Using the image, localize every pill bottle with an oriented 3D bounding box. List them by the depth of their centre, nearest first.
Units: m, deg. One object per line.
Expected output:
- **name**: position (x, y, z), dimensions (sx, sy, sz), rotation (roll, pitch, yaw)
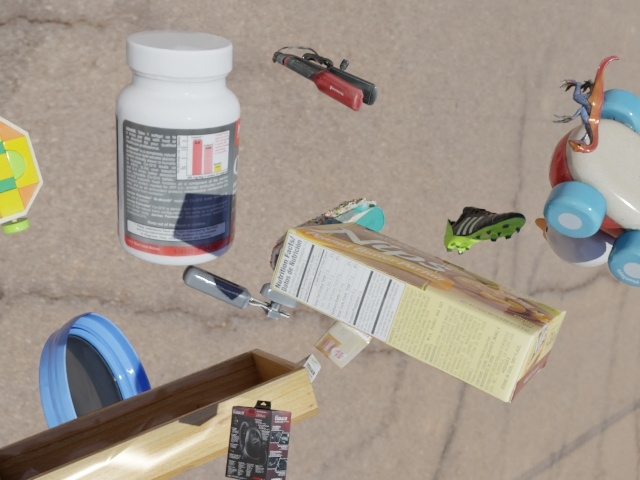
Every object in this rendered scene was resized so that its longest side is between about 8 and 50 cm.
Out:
- **pill bottle**: position (-0.242, -0.159, 1.339), dimensions (0.210, 0.210, 0.363), rotation (-21, 126, -45)

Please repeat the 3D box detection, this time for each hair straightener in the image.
- **hair straightener**: position (0.008, -0.287, 1.355), dimensions (0.089, 0.230, 0.047), rotation (-27, 134, -42)

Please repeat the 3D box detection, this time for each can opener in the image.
- **can opener**: position (-0.188, 0.112, 1.895), dimensions (0.283, 0.076, 0.095), rotation (26, 92, -19)

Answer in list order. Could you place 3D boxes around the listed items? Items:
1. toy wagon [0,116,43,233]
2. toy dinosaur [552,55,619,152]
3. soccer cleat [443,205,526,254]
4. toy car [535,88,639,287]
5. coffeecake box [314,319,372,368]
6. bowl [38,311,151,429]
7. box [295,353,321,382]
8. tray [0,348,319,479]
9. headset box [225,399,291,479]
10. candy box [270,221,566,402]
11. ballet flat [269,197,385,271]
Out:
- **toy wagon**: position (-0.732, -0.114, 1.551), dimensions (0.344, 0.068, 0.268), rotation (-24, 110, -36)
- **toy dinosaur**: position (0.264, -0.128, 0.778), dimensions (0.047, 0.090, 0.082), rotation (10, 49, -22)
- **soccer cleat**: position (0.274, -0.030, 1.339), dimensions (0.060, 0.179, 0.072), rotation (15, 68, -31)
- **toy car**: position (0.372, -0.042, 1.098), dimensions (0.210, 0.238, 0.219), rotation (36, 60, -6)
- **coffeecake box**: position (0.084, 0.121, 1.395), dimensions (0.185, 0.068, 0.142), rotation (-49, 177, -32)
- **bowl**: position (-0.481, 0.353, 1.723), dimensions (0.391, 0.077, 0.391), rotation (-21, 90, -82)
- **box**: position (-0.100, 0.306, 1.551), dimensions (0.036, 0.207, 0.114), rotation (55, 16, -2)
- **tray**: position (-0.228, 0.262, 1.055), dimensions (0.410, 0.202, 0.076), rotation (-20, 98, -23)
- **headset box**: position (-0.065, 0.211, 0.830), dimensions (0.032, 0.062, 0.083), rotation (19, 72, -48)
- **candy box**: position (0.120, 0.072, 0.960), dimensions (0.183, 0.316, 0.088), rotation (-7, 117, -62)
- **ballet flat**: position (0.000, 0.000, 1.183), dimensions (0.240, 0.077, 0.091), rotation (-24, 114, -41)
